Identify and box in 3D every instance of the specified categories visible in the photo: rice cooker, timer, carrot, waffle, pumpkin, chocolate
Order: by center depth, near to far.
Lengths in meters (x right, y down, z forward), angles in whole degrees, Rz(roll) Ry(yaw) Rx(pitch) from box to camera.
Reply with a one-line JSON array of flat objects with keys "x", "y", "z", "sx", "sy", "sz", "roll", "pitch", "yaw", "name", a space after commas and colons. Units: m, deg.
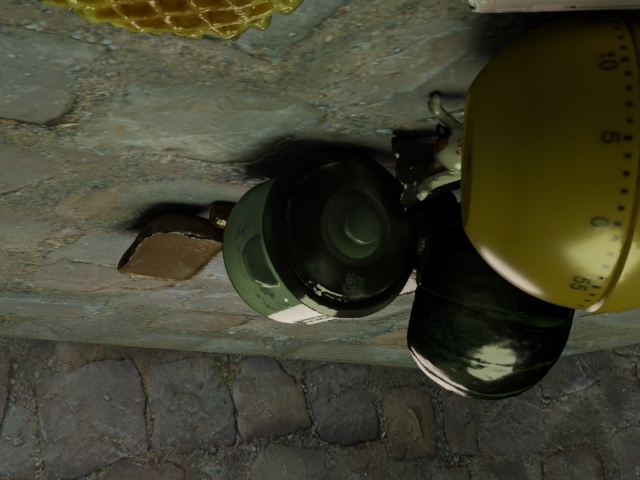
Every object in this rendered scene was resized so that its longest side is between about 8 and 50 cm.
[{"x": -0.145, "y": -0.259, "z": 1.055, "sx": 0.261, "sy": 0.056, "sz": 0.250, "roll": 4, "pitch": 165, "yaw": -28, "name": "waffle"}, {"x": 0.356, "y": -0.089, "z": 1.196, "sx": 0.387, "sy": 0.376, "sz": 0.376, "roll": 3, "pitch": 165, "yaw": 1, "name": "timer"}, {"x": 0.265, "y": -0.100, "z": 1.432, "sx": 0.266, "sy": 0.175, "sz": 0.175, "roll": 10, "pitch": 163, "yaw": -10, "name": "timer"}, {"x": 0.262, "y": 0.087, "z": 1.625, "sx": 0.241, "sy": 0.323, "sz": 0.323, "roll": 12, "pitch": 166, "yaw": 4, "name": "pumpkin"}, {"x": 0.000, "y": 0.000, "z": 1.667, "sx": 0.317, "sy": 0.264, "sz": 0.316, "roll": -19, "pitch": 180, "yaw": 0, "name": "rice cooker"}, {"x": -0.115, "y": -0.036, "z": 1.928, "sx": 0.191, "sy": 0.047, "sz": 0.047, "roll": 7, "pitch": 163, "yaw": -33, "name": "carrot"}, {"x": -0.279, "y": 0.002, "z": 1.983, "sx": 0.161, "sy": 0.083, "sz": 0.261, "roll": 11, "pitch": 156, "yaw": -26, "name": "chocolate"}]

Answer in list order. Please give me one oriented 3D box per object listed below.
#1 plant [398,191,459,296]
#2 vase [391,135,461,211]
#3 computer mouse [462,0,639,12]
[{"x": 0.155, "y": 0.006, "z": 1.836, "sx": 0.142, "sy": 0.164, "sz": 0.256, "roll": 21, "pitch": 142, "yaw": -19, "name": "plant"}, {"x": 0.229, "y": -0.115, "z": 1.570, "sx": 0.238, "sy": 0.115, "sz": 0.115, "roll": -8, "pitch": 165, "yaw": 5, "name": "vase"}, {"x": 0.258, "y": -0.270, "z": 1.046, "sx": 0.245, "sy": 0.056, "sz": 0.126, "roll": -1, "pitch": 165, "yaw": -1, "name": "computer mouse"}]
